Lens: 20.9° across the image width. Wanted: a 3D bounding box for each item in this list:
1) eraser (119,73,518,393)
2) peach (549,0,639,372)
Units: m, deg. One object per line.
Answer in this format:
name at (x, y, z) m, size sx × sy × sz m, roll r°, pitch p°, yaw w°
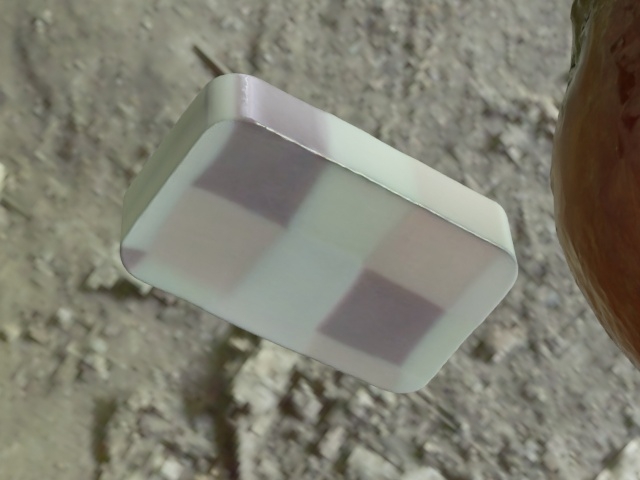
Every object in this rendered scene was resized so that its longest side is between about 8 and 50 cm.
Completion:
eraser at (0.000, 0.000, 0.498) m, size 0.065 × 0.105 × 0.026 m, roll -49°, pitch 26°, yaw 30°
peach at (0.192, -0.043, 0.657) m, size 0.232 × 0.232 × 0.257 m, roll -39°, pitch 85°, yaw 8°
